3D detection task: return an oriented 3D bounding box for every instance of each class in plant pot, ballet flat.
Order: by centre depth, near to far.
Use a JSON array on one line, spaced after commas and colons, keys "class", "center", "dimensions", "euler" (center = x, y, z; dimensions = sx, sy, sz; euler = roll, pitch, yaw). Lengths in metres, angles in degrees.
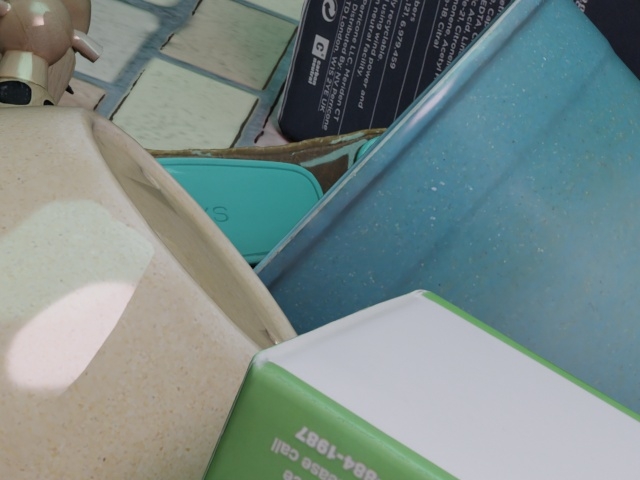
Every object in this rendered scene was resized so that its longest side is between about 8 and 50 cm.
[{"class": "plant pot", "center": [-0.115, 0.061, 0.706], "dimensions": [0.284, 0.191, 0.284], "euler": [49, 6, -7]}, {"class": "plant pot", "center": [0.108, 0.050, 0.967], "dimensions": [0.255, 0.272, 0.271], "euler": [43, 25, -1]}, {"class": "ballet flat", "center": [0.000, 0.000, 1.172], "dimensions": [0.342, 0.124, 0.116], "euler": [-4, 76, -25]}]

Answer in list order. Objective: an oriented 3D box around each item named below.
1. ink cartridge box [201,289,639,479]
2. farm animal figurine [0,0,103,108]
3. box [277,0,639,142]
[{"class": "ink cartridge box", "center": [0.037, 0.189, 0.606], "dimensions": [0.201, 0.278, 0.117], "euler": [31, 23, 21]}, {"class": "farm animal figurine", "center": [-0.239, -0.123, 1.173], "dimensions": [0.330, 0.172, 0.327], "euler": [28, 25, 17]}, {"class": "box", "center": [0.214, -0.108, 1.388], "dimensions": [0.293, 0.212, 0.395], "euler": [0, 20, -39]}]
